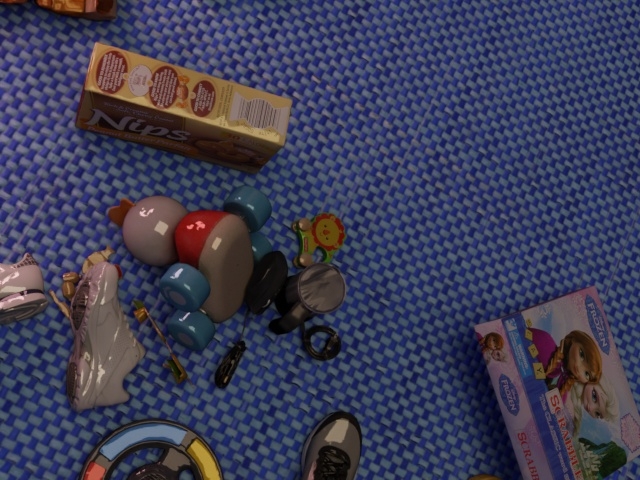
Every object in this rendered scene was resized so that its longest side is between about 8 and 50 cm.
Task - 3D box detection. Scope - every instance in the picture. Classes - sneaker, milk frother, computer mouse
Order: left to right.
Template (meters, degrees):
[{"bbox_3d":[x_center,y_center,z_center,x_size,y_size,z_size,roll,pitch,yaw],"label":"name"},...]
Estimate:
[{"bbox_3d":[-0.534,0.085,1.406,0.235,0.090,0.094,-11,70,-25],"label":"sneaker"},{"bbox_3d":[-0.326,0.147,1.454,0.115,0.090,0.232,5,97,-33],"label":"sneaker"},{"bbox_3d":[-0.108,0.130,1.524,0.041,0.071,0.242,22,88,17],"label":"computer mouse"},{"bbox_3d":[-0.001,0.120,1.547,0.143,0.135,0.129,27,72,-12],"label":"milk frother"},{"bbox_3d":[0.007,0.405,1.506,0.100,0.108,0.271,26,70,-11],"label":"sneaker"}]

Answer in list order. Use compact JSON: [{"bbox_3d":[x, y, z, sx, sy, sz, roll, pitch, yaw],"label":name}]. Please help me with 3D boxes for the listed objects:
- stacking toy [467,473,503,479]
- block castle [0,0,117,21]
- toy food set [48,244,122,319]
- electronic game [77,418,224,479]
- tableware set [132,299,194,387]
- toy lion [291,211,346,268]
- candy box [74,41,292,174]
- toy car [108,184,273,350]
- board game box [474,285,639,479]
[{"bbox_3d":[0.299,0.577,1.558,0.279,0.130,0.309,-34,91,-22],"label":"stacking toy"},{"bbox_3d":[-0.412,-0.496,1.370,0.303,0.453,0.212,3,85,-18],"label":"block castle"},{"bbox_3d":[-0.365,0.071,1.492,0.122,0.019,0.078,-36,92,-23],"label":"toy food set"},{"bbox_3d":[-0.260,0.391,1.447,0.229,0.048,0.229,4,78,-19],"label":"electronic game"},{"bbox_3d":[-0.252,0.164,1.476,0.024,0.104,0.154,-32,111,-10],"label":"tableware set"},{"bbox_3d":[0.000,0.000,1.631,0.096,0.034,0.100,4,78,-26],"label":"toy lion"},{"bbox_3d":[-0.223,-0.204,1.511,0.316,0.183,0.087,15,74,-16],"label":"candy box"},{"bbox_3d":[-0.230,0.011,1.493,0.238,0.210,0.219,24,55,17],"label":"toy car"},{"bbox_3d":[0.430,0.261,1.642,0.318,0.066,0.318,-13,83,-45],"label":"board game box"}]
